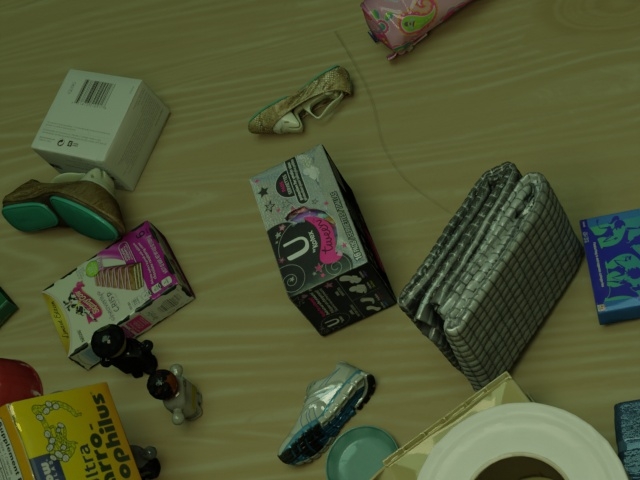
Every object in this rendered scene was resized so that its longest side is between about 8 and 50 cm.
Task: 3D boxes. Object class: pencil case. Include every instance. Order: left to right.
[{"bbox_3d":[0.208,-0.440,2.099,0.284,0.124,0.124,-34,55,5],"label":"pencil case"}]

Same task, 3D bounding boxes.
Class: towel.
[{"bbox_3d":[0.252,0.056,1.741,0.121,0.235,0.284,26,75,35],"label":"towel"},{"bbox_3d":[0.445,0.281,1.657,0.067,0.029,0.119,-9,61,19],"label":"towel"}]

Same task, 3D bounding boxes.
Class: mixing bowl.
[{"bbox_3d":[-0.587,0.274,2.078,0.181,0.098,0.181,-10,60,18],"label":"mixing bowl"}]

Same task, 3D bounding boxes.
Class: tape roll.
[{"bbox_3d":[0.262,0.354,1.510,0.286,0.100,0.286,-10,60,18],"label":"tape roll"}]

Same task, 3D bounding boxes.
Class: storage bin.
[{"bbox_3d":[0.244,0.366,1.645,0.260,0.123,0.262,-37,56,3],"label":"storage bin"}]

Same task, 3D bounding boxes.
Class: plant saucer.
[{"bbox_3d":[0.066,0.339,1.799,0.119,0.021,0.119,-11,60,19],"label":"plant saucer"}]

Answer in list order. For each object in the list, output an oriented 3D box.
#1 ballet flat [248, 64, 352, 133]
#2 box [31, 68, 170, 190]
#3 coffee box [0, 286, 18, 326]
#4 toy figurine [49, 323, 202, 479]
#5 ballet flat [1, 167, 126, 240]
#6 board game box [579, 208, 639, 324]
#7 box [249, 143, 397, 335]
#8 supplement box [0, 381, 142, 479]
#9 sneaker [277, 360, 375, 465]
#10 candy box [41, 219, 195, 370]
[{"bbox_3d":[-0.033,-0.234,2.124,0.206,0.073,0.067,-33,70,9],"label":"ballet flat"},{"bbox_3d":[-0.412,-0.209,2.245,0.181,0.119,0.182,12,70,28],"label":"box"},{"bbox_3d":[-0.655,0.110,2.230,0.113,0.040,0.184,-48,55,-5],"label":"coffee box"},{"bbox_3d":[-0.319,0.265,1.933,0.209,0.148,0.213,33,80,34],"label":"toy figurine"},{"bbox_3d":[-0.449,-0.074,2.178,0.342,0.116,0.124,1,48,45],"label":"ballet flat"},{"bbox_3d":[0.499,0.027,1.750,0.210,0.047,0.160,-12,59,12],"label":"board game box"},{"bbox_3d":[0.000,0.000,1.923,0.142,0.163,0.247,-26,56,7],"label":"box"},{"bbox_3d":[-0.470,0.376,1.813,0.356,0.195,0.194,-29,78,34],"label":"supplement box"},{"bbox_3d":[-0.004,0.265,1.850,0.190,0.071,0.083,-45,49,-14],"label":"sneaker"},{"bbox_3d":[-0.356,0.095,2.087,0.233,0.071,0.159,-35,55,4],"label":"candy box"}]
